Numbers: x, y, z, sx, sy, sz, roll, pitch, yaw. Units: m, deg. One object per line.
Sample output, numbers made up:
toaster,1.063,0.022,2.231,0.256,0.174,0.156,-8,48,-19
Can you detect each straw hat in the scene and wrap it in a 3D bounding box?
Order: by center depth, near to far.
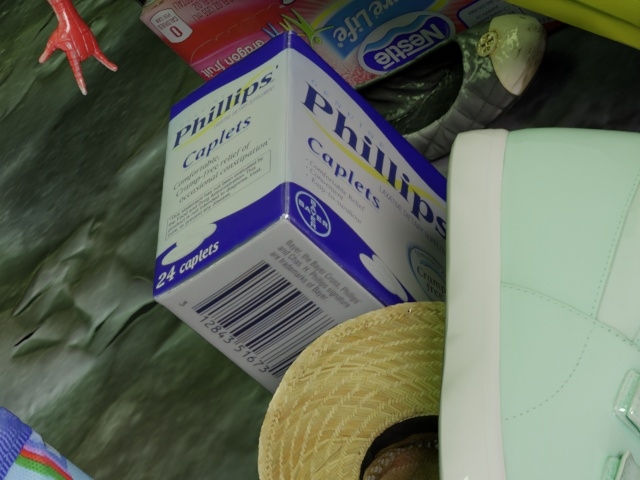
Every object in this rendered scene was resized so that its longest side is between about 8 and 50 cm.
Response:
straw hat,0.046,0.097,0.602,0.061,0.144,0.144,103,-174,-56

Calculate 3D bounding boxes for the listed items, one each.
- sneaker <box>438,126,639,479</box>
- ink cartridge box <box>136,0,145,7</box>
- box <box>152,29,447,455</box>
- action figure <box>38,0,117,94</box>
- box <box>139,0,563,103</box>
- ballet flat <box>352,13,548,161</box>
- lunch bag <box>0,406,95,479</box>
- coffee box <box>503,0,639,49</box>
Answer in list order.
sneaker,0.117,0.059,0.522,0.151,0.094,0.256,-6,53,11
ink cartridge box,-0.131,-0.279,1.034,0.272,0.309,0.130,-29,33,35
box,0.000,0.000,0.721,0.072,0.126,0.137,-34,33,23
action figure,-0.096,-0.181,0.858,0.280,0.139,0.091,-35,20,-18
box,0.048,-0.164,0.855,0.257,0.128,0.122,-26,36,32
ballet flat,0.036,-0.065,0.827,0.173,0.049,0.057,-26,45,33
lunch bag,-0.094,0.236,0.460,0.138,0.221,0.293,-23,37,34
coffee box,0.125,-0.296,0.554,0.337,0.338,0.334,133,152,-61
